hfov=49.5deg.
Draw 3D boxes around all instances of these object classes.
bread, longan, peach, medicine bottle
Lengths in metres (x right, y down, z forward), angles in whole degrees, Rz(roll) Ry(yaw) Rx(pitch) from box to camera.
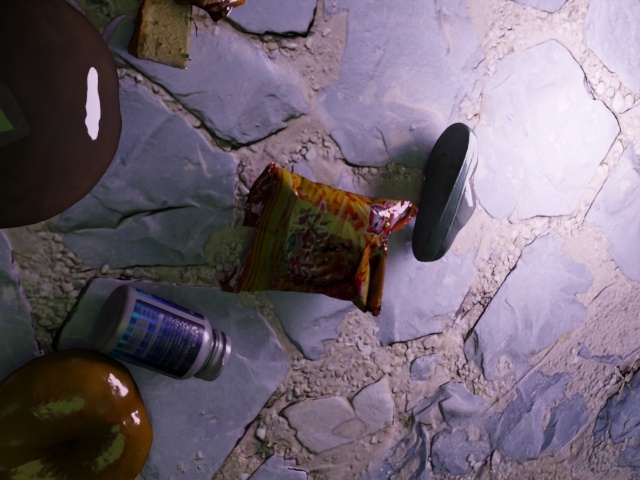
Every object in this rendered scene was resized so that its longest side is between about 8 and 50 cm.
[{"bbox_3d":[-0.212,-0.297,0.959,0.084,0.080,0.109,12,102,-29],"label":"bread"},{"bbox_3d":[-0.395,-0.157,0.810,0.319,0.319,0.318,-7,107,-22],"label":"longan"},{"bbox_3d":[-0.374,0.282,1.015,0.251,0.153,0.251,-5,101,-27],"label":"peach"},{"bbox_3d":[-0.237,0.148,1.058,0.192,0.107,0.107,28,92,-28],"label":"medicine bottle"}]

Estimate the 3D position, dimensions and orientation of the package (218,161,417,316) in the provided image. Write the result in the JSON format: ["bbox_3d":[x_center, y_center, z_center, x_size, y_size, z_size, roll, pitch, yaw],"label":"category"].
[{"bbox_3d":[-0.003,0.006,1.128,0.288,0.108,0.223,15,104,-19],"label":"package"}]

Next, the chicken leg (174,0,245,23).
[{"bbox_3d":[-0.232,-0.394,0.918,0.305,0.093,0.113,19,89,-23],"label":"chicken leg"}]

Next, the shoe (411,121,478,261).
[{"bbox_3d":[0.234,-0.076,1.212,0.100,0.103,0.250,10,106,-25],"label":"shoe"}]
